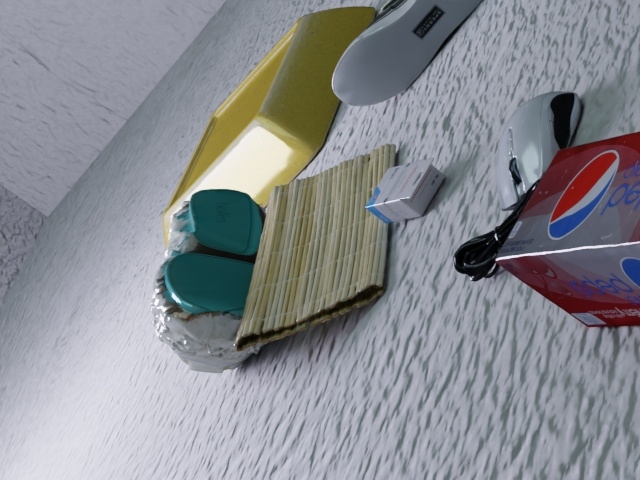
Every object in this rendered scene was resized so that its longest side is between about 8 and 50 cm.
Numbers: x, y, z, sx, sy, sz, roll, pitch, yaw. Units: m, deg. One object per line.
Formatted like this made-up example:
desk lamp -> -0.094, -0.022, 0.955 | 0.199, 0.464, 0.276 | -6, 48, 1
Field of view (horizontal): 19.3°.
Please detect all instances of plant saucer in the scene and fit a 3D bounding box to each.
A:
plant saucer -> -0.083, -0.141, 2.456 | 0.333, 0.081, 0.332 | -44, 16, 39

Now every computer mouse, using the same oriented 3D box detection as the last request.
computer mouse -> 0.158, -0.058, 1.474 | 0.106, 0.042, 0.193 | -45, 16, 39

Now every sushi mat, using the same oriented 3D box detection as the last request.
sushi mat -> 0.000, 0.000, 1.815 | 0.151, 0.019, 0.316 | -22, 23, 15

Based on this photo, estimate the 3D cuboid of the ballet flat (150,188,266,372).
ballet flat -> -0.102, 0.063, 1.968 | 0.147, 0.147, 0.409 | -51, 10, 15

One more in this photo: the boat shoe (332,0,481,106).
boat shoe -> 0.101, -0.233, 2.062 | 0.219, 0.078, 0.070 | -42, 17, 17

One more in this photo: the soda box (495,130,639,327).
soda box -> 0.204, -0.009, 1.094 | 0.092, 0.083, 0.263 | -58, 14, -12

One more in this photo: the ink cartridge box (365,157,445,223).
ink cartridge box -> 0.082, -0.045, 1.728 | 0.048, 0.028, 0.083 | -59, 20, -19
